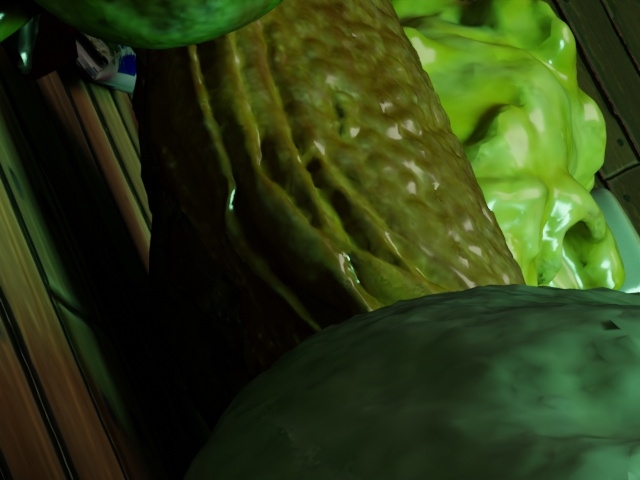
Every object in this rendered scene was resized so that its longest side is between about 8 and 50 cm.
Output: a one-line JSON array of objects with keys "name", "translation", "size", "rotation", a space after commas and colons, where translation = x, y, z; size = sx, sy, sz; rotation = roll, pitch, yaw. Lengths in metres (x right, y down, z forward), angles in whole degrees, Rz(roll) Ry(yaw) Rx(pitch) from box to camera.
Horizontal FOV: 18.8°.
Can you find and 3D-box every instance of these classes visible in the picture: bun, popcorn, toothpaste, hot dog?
[{"name": "bun", "translation": [0.100, 0.166, 0.457], "size": [0.362, 0.211, 0.362], "rotation": [-24, 90, -88]}, {"name": "popcorn", "translation": [0.045, -0.006, 1.033], "size": [0.242, 0.235, 0.250], "rotation": [54, 36, 9]}, {"name": "toothpaste", "translation": [-0.099, -0.086, 0.900], "size": [0.045, 0.028, 0.170], "rotation": [57, 6, 4]}, {"name": "hot dog", "translation": [0.000, 0.000, 0.691], "size": [0.196, 0.122, 0.272], "rotation": [89, -15, -57]}]

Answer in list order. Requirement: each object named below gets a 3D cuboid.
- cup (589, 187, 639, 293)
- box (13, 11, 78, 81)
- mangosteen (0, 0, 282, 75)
[{"name": "cup", "translation": [0.134, 0.106, 1.311], "size": [0.186, 0.234, 0.258], "rotation": [34, 32, -83]}, {"name": "box", "translation": [-0.117, -0.101, 0.750], "size": [0.051, 0.023, 0.082], "rotation": [61, 4, -29]}, {"name": "mangosteen", "translation": [-0.068, -0.158, 0.464], "size": [0.243, 0.243, 0.243], "rotation": [63, 3, -6]}]
